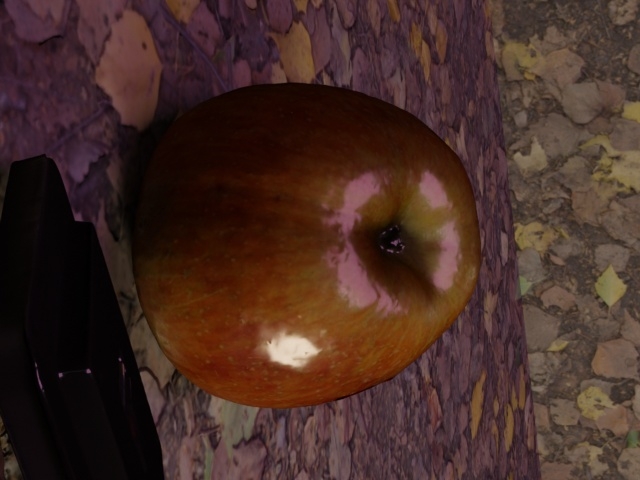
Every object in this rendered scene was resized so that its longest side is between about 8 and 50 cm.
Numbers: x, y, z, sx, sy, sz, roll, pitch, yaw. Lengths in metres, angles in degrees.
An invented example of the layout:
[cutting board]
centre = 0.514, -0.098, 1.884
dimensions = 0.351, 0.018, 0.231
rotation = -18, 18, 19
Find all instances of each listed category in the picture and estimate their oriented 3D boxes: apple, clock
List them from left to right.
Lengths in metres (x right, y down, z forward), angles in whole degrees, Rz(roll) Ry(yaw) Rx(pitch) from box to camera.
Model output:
[clock]
centre = -0.137, 0.110, 0.700
dimensions = 0.279, 0.049, 0.273
rotation = -112, -170, -63
[apple]
centre = 0.000, 0.000, 0.958
dimensions = 0.309, 0.250, 0.277
rotation = -54, 138, -54

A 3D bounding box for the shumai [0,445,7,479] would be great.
[shumai]
centre = -0.202, 0.061, 0.487
dimensions = 0.184, 0.218, 0.185
rotation = 3, -105, 69
